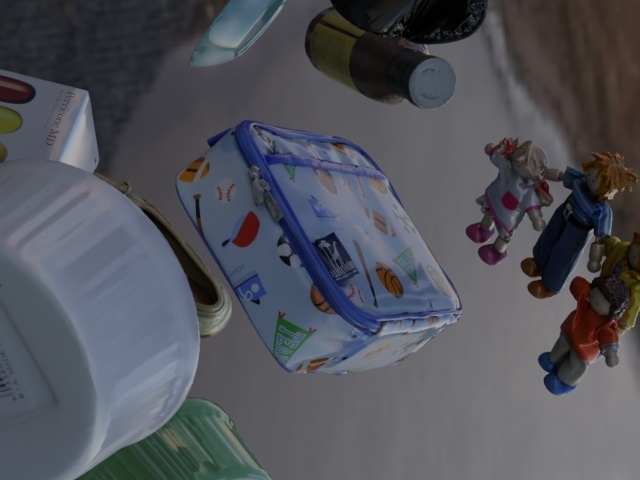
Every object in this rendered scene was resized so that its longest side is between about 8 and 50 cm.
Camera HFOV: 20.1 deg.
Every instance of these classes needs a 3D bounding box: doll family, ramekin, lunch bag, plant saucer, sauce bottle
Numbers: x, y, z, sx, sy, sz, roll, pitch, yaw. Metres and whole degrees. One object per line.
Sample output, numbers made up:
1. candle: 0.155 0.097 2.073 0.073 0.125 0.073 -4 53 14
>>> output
1. doll family: 0.249 0.006 1.688 0.263 0.118 0.163 63 -35 33
2. ramekin: -0.254 0.081 1.542 0.135 0.277 0.277 -41 125 -55
3. lunch bag: 0.000 0.000 1.673 0.243 0.115 0.303 61 20 16
4. plant saucer: -0.087 -0.279 2.240 0.037 0.195 0.195 40 22 2
5. sauce bottle: 0.082 -0.244 2.465 0.344 0.111 0.111 -139 -146 -64
6. ramekin: -0.201 0.377 2.456 0.148 0.303 0.303 42 -10 35

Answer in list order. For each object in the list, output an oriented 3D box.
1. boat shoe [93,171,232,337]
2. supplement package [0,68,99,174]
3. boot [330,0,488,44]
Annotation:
1. boat shoe: -0.220 0.002 2.231 0.104 0.285 0.089 -49 169 -18
2. supplement package: -0.370 -0.096 1.876 0.134 0.244 0.139 91 14 -59
3. boot: 0.038 -0.261 1.515 0.207 0.246 0.094 -63 169 -54
